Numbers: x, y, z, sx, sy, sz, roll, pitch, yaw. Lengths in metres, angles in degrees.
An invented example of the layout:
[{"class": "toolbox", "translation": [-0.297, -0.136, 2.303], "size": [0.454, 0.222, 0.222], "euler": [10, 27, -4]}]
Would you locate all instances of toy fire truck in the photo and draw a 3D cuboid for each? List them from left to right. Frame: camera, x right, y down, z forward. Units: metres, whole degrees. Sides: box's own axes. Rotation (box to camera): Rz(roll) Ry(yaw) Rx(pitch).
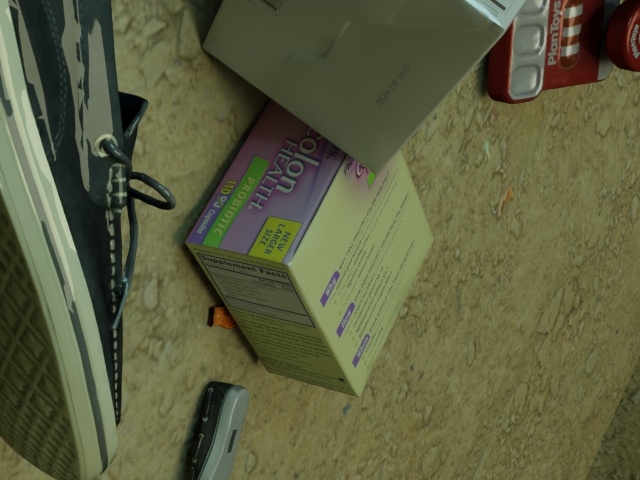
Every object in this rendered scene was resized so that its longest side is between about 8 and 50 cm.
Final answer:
[{"class": "toy fire truck", "translation": [0.331, -0.343, 1.555], "size": [0.254, 0.169, 0.302], "euler": [-15, 116, -35]}]

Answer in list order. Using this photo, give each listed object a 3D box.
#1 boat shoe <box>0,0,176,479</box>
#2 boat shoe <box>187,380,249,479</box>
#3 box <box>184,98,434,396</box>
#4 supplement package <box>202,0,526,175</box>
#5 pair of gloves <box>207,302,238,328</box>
[{"class": "boat shoe", "translation": [-0.194, -0.054, 0.798], "size": [0.156, 0.187, 0.500], "euler": [-30, 123, -42]}, {"class": "boat shoe", "translation": [-0.111, 0.212, 1.188], "size": [0.049, 0.040, 0.142], "euler": [23, 84, -68]}, {"class": "box", "translation": [0.000, 0.000, 1.183], "size": [0.213, 0.117, 0.243], "euler": [-62, 149, -27]}, {"class": "supplement package", "translation": [0.047, -0.214, 0.980], "size": [0.145, 0.204, 0.262], "euler": [-55, -177, -29]}, {"class": "pair of gloves", "translation": [-0.084, 0.049, 1.186], "size": [0.074, 0.010, 0.083], "euler": [-1, 104, -58]}]
